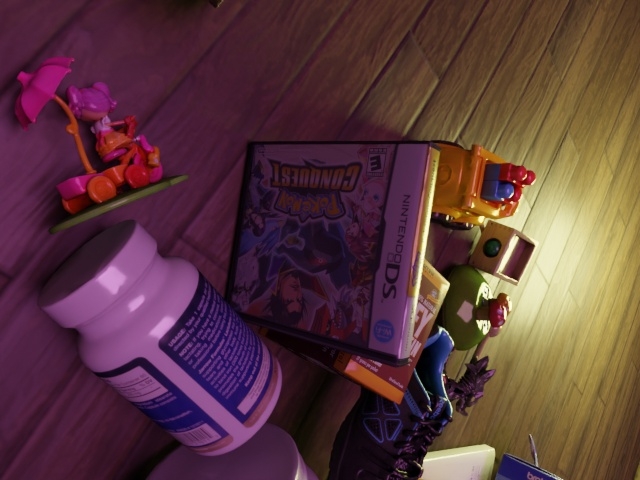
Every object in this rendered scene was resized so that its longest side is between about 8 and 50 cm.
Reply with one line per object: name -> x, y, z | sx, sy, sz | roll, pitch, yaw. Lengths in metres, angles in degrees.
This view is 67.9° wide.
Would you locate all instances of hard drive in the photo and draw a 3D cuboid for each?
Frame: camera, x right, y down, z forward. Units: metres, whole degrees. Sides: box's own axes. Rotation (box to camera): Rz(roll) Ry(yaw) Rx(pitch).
hard drive -> 0.280, 0.571, 1.058 | 0.307, 0.040, 0.203 | 16, 85, -40

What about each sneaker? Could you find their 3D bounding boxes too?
sneaker -> 0.107, 0.270, 0.677 | 0.125, 0.139, 0.341 | 32, 55, -32

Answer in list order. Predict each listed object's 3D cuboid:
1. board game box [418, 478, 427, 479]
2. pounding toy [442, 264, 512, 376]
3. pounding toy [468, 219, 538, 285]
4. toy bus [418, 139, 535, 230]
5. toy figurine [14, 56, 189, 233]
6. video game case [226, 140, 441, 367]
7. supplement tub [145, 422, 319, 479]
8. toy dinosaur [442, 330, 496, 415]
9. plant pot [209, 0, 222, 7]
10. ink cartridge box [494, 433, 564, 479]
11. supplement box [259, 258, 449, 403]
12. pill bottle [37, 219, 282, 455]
board game box -> 0.197, 0.629, 0.746 | 0.356, 0.356, 0.357 | 29, 78, -33
pounding toy -> 0.351, 0.163, 1.002 | 0.183, 0.110, 0.237 | -54, 129, -37
pounding toy -> 0.394, 0.011, 1.065 | 0.141, 0.100, 0.130 | 20, 97, -37
toy bus -> 0.298, -0.099, 0.883 | 0.220, 0.211, 0.150 | 13, 85, -42
toy figurine -> -0.238, -0.113, 0.504 | 0.173, 0.130, 0.159 | -39, 111, -55
video game case -> 0.000, 0.000, 0.599 | 0.035, 0.274, 0.249 | 9, 90, -55
supplement tub -> -0.085, 0.427, 0.603 | 0.235, 0.235, 0.325 | -26, 111, -35
toy dinosaur -> 0.172, 0.245, 0.890 | 0.218, 0.164, 0.322 | 12, 106, -26
plant pot -> -0.122, -0.465, 0.441 | 0.305, 0.333, 0.334 | 36, 72, -25
ink cartridge box -> 0.476, 0.676, 1.127 | 0.396, 0.151, 0.270 | -62, 145, -15
supplement box -> 0.048, 0.101, 0.703 | 0.129, 0.194, 0.192 | 40, 70, -36
pill bottle -> -0.172, 0.114, 0.546 | 0.153, 0.153, 0.265 | -49, 123, -25
